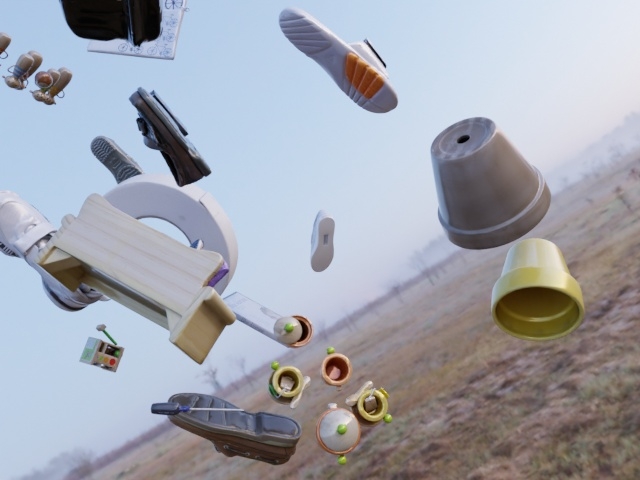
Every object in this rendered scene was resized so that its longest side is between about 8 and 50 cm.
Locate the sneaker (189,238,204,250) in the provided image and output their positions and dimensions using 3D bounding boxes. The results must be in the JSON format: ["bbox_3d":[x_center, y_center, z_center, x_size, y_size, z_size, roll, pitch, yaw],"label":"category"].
[{"bbox_3d":[-0.284,0.060,1.453,0.052,0.135,0.058,-24,-41,37],"label":"sneaker"}]

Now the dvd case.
[{"bbox_3d":[-0.181,0.236,1.910,0.022,0.253,0.180,-64,-7,10],"label":"dvd case"}]

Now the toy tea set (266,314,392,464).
[{"bbox_3d":[0.003,0.311,1.371,0.200,0.336,0.124,-42,-9,-24],"label":"toy tea set"}]

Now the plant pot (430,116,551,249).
[{"bbox_3d":[0.451,-0.183,1.775,0.323,0.280,0.323,-22,34,16],"label":"plant pot"}]

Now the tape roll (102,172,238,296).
[{"bbox_3d":[-0.403,0.019,1.600,0.392,0.392,0.072,-38,12,23],"label":"tape roll"}]

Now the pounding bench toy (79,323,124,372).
[{"bbox_3d":[-0.430,0.216,1.263,0.052,0.083,0.065,-2,-25,45],"label":"pounding bench toy"}]

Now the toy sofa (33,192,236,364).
[{"bbox_3d":[-0.337,0.069,1.200,0.177,0.363,0.150,-59,-21,-20],"label":"toy sofa"}]

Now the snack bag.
[{"bbox_3d":[-0.593,-0.766,2.082,0.323,0.342,0.037,9,-10,12],"label":"snack bag"}]

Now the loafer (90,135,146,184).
[{"bbox_3d":[-0.595,-0.221,1.935,0.094,0.251,0.087,-34,10,12],"label":"loafer"}]

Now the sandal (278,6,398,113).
[{"bbox_3d":[0.048,-0.332,1.108,0.102,0.265,0.076,-13,44,57],"label":"sandal"}]

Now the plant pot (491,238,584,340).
[{"bbox_3d":[0.642,0.133,1.881,0.254,0.254,0.239,-42,22,40],"label":"plant pot"}]

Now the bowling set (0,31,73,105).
[{"bbox_3d":[-0.966,-0.532,2.074,0.287,0.200,0.154,29,-71,-39],"label":"bowling set"}]

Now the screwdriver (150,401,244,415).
[{"bbox_3d":[-0.226,0.308,1.158,0.170,0.025,0.024,-2,2,-5],"label":"screwdriver"}]

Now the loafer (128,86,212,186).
[{"bbox_3d":[-0.315,-0.195,1.279,0.084,0.096,0.267,-36,-35,-1],"label":"loafer"}]

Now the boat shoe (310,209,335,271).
[{"bbox_3d":[0.000,0.000,1.750,0.066,0.063,0.184,-6,-57,-11],"label":"boat shoe"}]

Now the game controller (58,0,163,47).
[{"bbox_3d":[-0.335,-0.409,0.989,0.167,0.067,0.319,8,-17,-11],"label":"game controller"}]

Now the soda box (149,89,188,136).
[{"bbox_3d":[-0.493,-0.390,1.990,0.060,0.053,0.169,-35,-54,4],"label":"soda box"}]

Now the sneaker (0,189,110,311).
[{"bbox_3d":[-0.644,0.021,1.522,0.210,0.365,0.137,-7,33,43],"label":"sneaker"}]

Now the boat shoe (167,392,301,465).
[{"bbox_3d":[-0.201,0.431,1.399,0.110,0.307,0.104,-86,16,-68],"label":"boat shoe"}]
